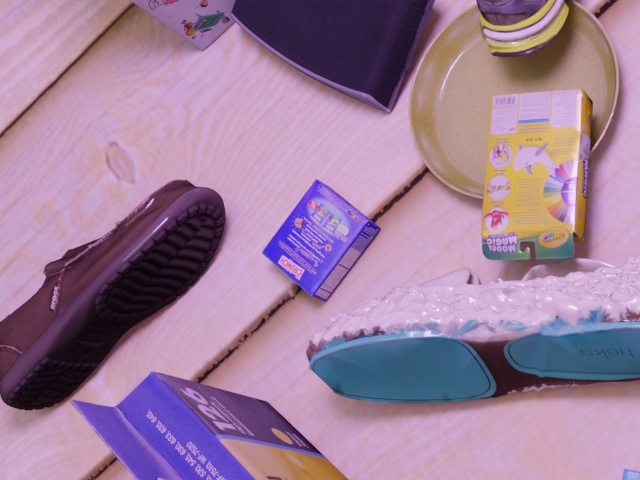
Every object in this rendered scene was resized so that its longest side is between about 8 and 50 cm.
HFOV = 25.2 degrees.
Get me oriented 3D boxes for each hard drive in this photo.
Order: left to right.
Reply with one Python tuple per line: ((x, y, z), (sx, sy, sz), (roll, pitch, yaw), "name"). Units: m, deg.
((0.005, -0.273, 1.671), (0.254, 0.054, 0.172), (35, 114, 32), "hard drive")

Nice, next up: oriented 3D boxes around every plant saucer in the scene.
((0.213, -0.155, 1.559), (0.241, 0.037, 0.241), (-9, 71, 26), "plant saucer")

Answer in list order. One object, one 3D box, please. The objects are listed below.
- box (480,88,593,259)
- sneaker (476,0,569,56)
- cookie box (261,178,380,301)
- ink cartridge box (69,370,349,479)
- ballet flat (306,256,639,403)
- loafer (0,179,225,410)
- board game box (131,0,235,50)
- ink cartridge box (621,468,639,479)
((0.224, -0.064, 1.479), (0.105, 0.043, 0.179), (-1, 73, 28), "box")
((0.239, -0.343, 1.529), (0.111, 0.121, 0.300), (5, 58, 28), "sneaker")
((0.000, 0.000, 1.625), (0.092, 0.040, 0.107), (40, 96, 31), "cookie box")
((-0.056, 0.250, 1.424), (0.303, 0.307, 0.072), (42, 98, 31), "ink cartridge box")
((0.190, 0.087, 1.465), (0.408, 0.147, 0.147), (-5, 73, 24), "ballet flat")
((-0.271, 0.044, 1.705), (0.366, 0.134, 0.130), (-42, 60, 11), "loafer")
((-0.238, -0.383, 1.717), (0.097, 0.303, 0.224), (-40, 61, 12), "board game box")
((0.312, 0.267, 1.381), (0.048, 0.028, 0.083), (8, 79, 30), "ink cartridge box")
